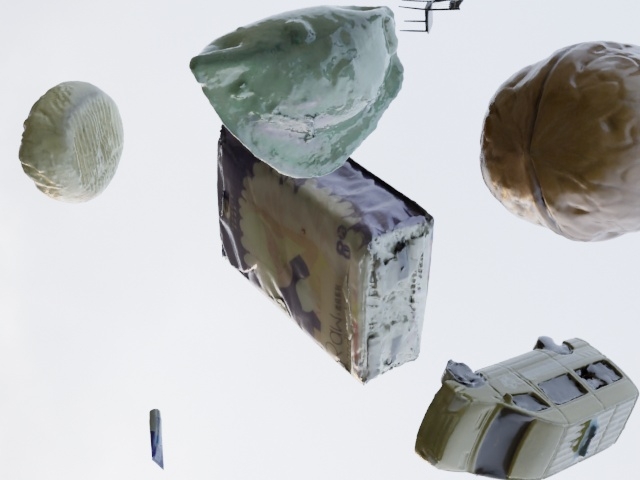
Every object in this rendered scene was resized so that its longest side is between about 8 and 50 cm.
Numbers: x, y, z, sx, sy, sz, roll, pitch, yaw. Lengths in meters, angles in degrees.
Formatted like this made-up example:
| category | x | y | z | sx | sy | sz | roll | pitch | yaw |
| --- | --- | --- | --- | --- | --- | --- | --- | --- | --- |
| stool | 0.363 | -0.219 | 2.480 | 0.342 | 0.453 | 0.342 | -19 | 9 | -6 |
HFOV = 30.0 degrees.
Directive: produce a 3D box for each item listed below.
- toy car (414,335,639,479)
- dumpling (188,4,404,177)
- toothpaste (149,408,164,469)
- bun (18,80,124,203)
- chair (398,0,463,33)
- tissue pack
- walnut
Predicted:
| category | x | y | z | sx | sy | sz | roll | pitch | yaw |
| --- | --- | --- | --- | --- | --- | --- | --- | --- | --- |
| toy car | 0.214 | 0.179 | 1.224 | 0.124 | 0.256 | 0.101 | 36 | -59 | 34 |
| dumpling | -0.014 | -0.143 | 1.105 | 0.105 | 0.216 | 0.149 | 140 | -64 | -65 |
| toothpaste | -0.192 | 0.230 | 1.393 | 0.015 | 0.024 | 0.083 | -29 | -141 | 12 |
| bun | -0.345 | -0.133 | 1.624 | 0.188 | 0.111 | 0.164 | -64 | 155 | -51 |
| chair | 0.144 | -0.289 | 1.536 | 0.037 | 0.086 | 0.042 | -67 | 151 | -50 |
| tissue pack | 0.000 | 0.000 | 1.574 | 0.343 | 0.125 | 0.242 | 38 | -41 | 40 |
| walnut | 0.223 | -0.079 | 0.960 | 0.167 | 0.207 | 0.167 | 12 | -72 | 43 |
